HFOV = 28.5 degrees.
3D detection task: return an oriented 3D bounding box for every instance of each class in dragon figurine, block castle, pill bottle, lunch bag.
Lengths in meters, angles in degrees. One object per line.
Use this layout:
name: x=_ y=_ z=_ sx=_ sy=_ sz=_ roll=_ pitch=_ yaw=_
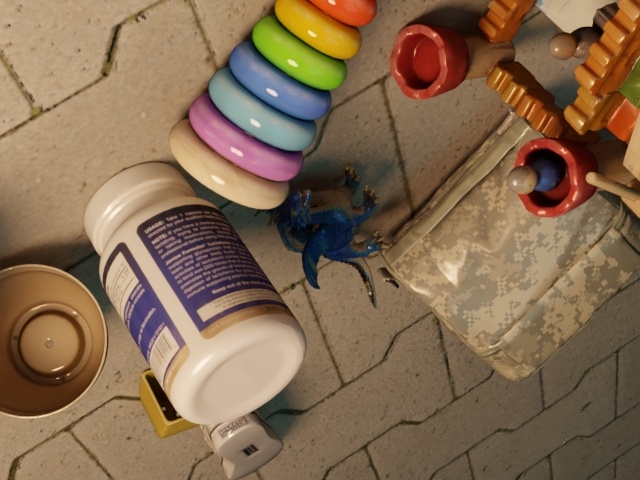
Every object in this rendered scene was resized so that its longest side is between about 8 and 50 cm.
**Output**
dragon figurine: x=0.000 y=0.000 z=1.566 sx=0.144 sy=0.085 sz=0.289 roll=-28 pitch=146 yaw=-14
block castle: x=0.277 y=-0.271 z=1.296 sx=0.213 sy=0.303 sz=0.453 roll=-12 pitch=141 yaw=-44
pill bottle: x=-0.140 y=0.049 z=1.327 sx=0.153 sy=0.265 sz=0.153 roll=-25 pitch=147 yaw=-18
lunch bag: x=0.254 y=-0.006 z=1.691 sx=0.305 sy=0.212 sz=0.256 roll=-45 pitch=128 yaw=10

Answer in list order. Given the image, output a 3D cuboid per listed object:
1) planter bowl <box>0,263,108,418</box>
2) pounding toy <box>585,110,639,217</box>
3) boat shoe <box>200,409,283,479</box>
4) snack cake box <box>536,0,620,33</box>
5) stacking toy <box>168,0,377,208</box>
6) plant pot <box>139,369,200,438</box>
planter bowl: x=-0.304 y=0.111 z=1.371 sx=0.162 sy=0.162 sz=0.109 roll=-35 pitch=174 yaw=-4
pounding toy: x=0.363 y=-0.076 z=1.261 sx=0.181 sy=0.094 sz=0.206 roll=-29 pitch=150 yaw=-19
boat shoe: x=-0.122 y=0.272 z=1.793 sx=0.096 sy=0.088 sz=0.267 roll=-32 pitch=159 yaw=-3
snack cake box: x=0.396 y=-0.283 z=1.588 sx=0.152 sy=0.089 sz=0.264 roll=-47 pitch=147 yaw=12
stacking toy: x=-0.019 y=-0.200 z=1.278 sx=0.141 sy=0.141 sz=0.330 roll=12 pitch=116 yaw=-50
plant pot: x=-0.193 y=0.217 z=1.664 sx=0.081 sy=0.081 sz=0.083 roll=-15 pitch=152 yaw=-31
